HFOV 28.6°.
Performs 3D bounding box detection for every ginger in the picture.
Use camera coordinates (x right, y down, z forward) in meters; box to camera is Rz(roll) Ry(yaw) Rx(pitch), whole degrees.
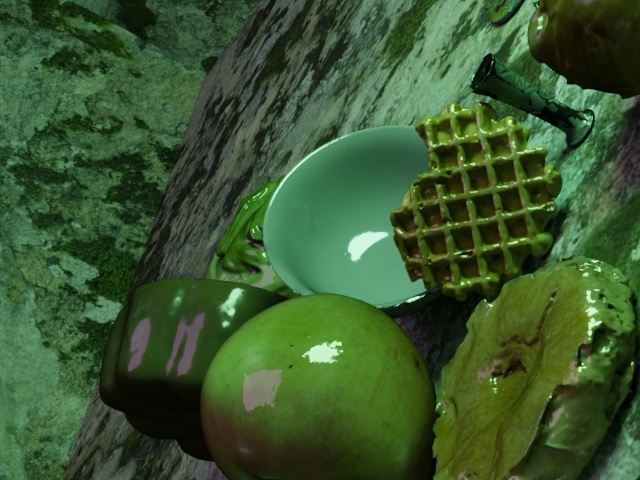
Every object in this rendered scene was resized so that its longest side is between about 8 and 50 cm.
[{"bbox_3d":[0.382,-0.286,1.503,0.200,0.269,0.223,12,109,36],"label":"ginger"}]

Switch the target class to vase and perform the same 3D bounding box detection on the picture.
[{"bbox_3d":[0.283,-0.187,1.677,0.059,0.167,0.059,-57,16,26],"label":"vase"}]

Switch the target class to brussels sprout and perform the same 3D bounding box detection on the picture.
[{"bbox_3d":[-0.051,0.024,2.182,0.328,0.247,0.328,-44,9,8],"label":"brussels sprout"}]

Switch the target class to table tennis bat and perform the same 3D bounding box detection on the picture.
[{"bbox_3d":[0.331,-0.417,2.124,0.100,0.019,0.155,-65,16,-11],"label":"table tennis bat"}]

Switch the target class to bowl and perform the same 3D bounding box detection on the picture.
[{"bbox_3d":[0.097,0.004,1.851,0.157,0.346,0.345,70,-152,-49],"label":"bowl"}]

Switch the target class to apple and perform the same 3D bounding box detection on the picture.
[{"bbox_3d":[0.006,0.220,1.639,0.319,0.319,0.277,-32,25,58],"label":"apple"}]

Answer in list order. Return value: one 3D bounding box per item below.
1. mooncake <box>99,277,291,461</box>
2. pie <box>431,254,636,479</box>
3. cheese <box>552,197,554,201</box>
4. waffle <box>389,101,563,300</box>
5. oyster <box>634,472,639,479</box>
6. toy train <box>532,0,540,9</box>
[{"bbox_3d":[-0.169,0.225,2.031,0.378,0.378,0.200,-38,34,52],"label":"mooncake"},{"bbox_3d":[0.233,0.170,1.438,0.339,0.083,0.339,-50,24,32],"label":"pie"},{"bbox_3d":[0.232,-0.057,1.711,0.171,0.047,0.092,33,81,38],"label":"cheese"},{"bbox_3d":[0.192,-0.050,1.665,0.253,0.249,0.056,-46,-21,13],"label":"waffle"},{"bbox_3d":[0.322,0.214,1.140,0.177,0.056,0.105,-59,-22,-8],"label":"oyster"},{"bbox_3d":[0.362,-0.372,1.866,0.050,0.081,0.122,127,163,-54],"label":"toy train"}]
